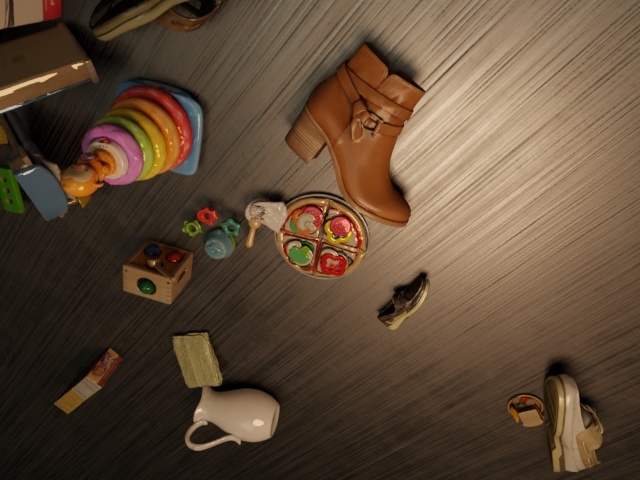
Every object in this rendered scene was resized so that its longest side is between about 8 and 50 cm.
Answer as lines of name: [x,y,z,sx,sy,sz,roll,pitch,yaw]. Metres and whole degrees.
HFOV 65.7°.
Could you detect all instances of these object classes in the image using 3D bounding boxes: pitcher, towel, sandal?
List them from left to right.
sandal: [-0.235,-0.387,0.807,0.302,0.120,0.086,-10,145,20]
towel: [-0.311,0.301,1.244,0.110,0.027,0.148,-11,101,20]
pitcher: [-0.220,0.453,1.242,0.207,0.178,0.125,9,136,9]

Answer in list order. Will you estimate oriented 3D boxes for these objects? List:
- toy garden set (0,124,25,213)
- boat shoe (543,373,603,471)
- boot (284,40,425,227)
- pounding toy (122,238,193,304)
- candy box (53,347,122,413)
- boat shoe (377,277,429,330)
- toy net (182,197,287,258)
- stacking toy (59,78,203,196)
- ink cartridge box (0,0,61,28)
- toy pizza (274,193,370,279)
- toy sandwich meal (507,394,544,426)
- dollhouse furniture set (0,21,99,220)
toy garden set: [-0.766,-0.177,1.078,0.244,0.049,0.204,11,123,8]
boat shoe: [0.549,0.394,1.074,0.103,0.113,0.302,-8,128,16]
boot: [0.104,-0.174,0.855,0.283,0.109,0.220,42,116,-4]
pounding toy: [-0.344,0.065,1.064,0.130,0.141,0.100,16,122,4]
candy box: [-0.623,0.377,1.332,0.186,0.109,0.053,-36,107,27]
boat shoe: [0.171,0.130,1.033,0.049,0.056,0.152,26,122,-9]
toy net: [-0.168,-0.041,1.021,0.232,0.045,0.122,-26,109,23]
stacking toy: [-0.335,-0.153,0.839,0.175,0.302,0.166,17,122,4]
ink cartridge box: [-0.561,-0.408,0.780,0.172,0.237,0.100,17,122,3]
toy pizza: [0.000,0.000,1.010,0.201,0.032,0.201,6,121,10]
toy sandwich meal: [0.469,0.388,1.129,0.085,0.029,0.086,6,121,10]
dollhouse furniture set: [-0.534,-0.246,0.966,0.286,0.198,0.303,50,156,27]
